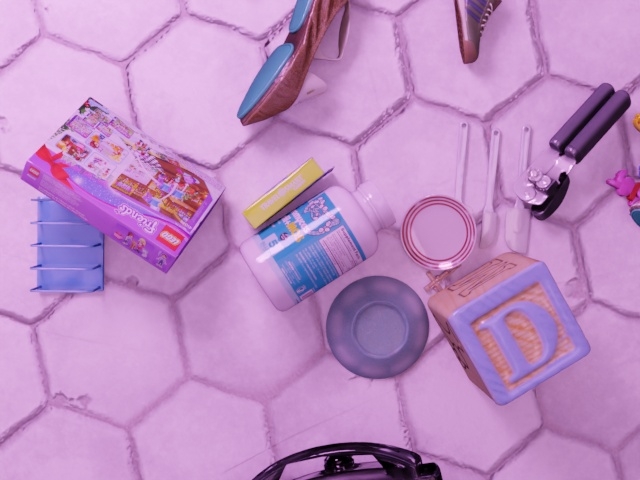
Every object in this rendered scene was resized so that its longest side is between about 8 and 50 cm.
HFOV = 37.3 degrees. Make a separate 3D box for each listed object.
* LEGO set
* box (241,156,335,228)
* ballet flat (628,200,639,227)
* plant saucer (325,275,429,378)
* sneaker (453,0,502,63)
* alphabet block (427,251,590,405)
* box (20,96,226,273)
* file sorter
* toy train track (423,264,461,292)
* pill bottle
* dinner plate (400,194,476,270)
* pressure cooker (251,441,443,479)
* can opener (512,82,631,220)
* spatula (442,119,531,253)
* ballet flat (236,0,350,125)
[{"bbox_3d":[0.602,-0.183,1.748,0.093,0.087,0.227,26,89,-5],"label":"LEGO set"},{"bbox_3d":[-0.059,-0.088,1.690,0.178,0.109,0.042,-38,93,-2],"label":"box"},{"bbox_3d":[0.681,-0.017,1.771,0.241,0.091,0.077,35,67,-10],"label":"ballet flat"},{"bbox_3d":[0.108,0.163,1.748,0.194,0.037,0.195,0,93,-4],"label":"plant saucer"},{"bbox_3d":[0.289,-0.423,1.725,0.086,0.064,0.192,-8,90,1],"label":"sneaker"},{"bbox_3d":[0.327,0.150,1.681,0.193,0.197,0.192,-29,97,-2],"label":"alphabet block"},{"bbox_3d":[-0.335,-0.099,1.637,0.293,0.057,0.201,34,46,-4],"label":"box"},{"bbox_3d":[-0.448,0.008,1.666,0.118,0.104,0.170,1,92,-4],"label":"file sorter"},{"bbox_3d":[0.228,0.068,1.765,0.083,0.014,0.048,-37,94,-3],"label":"toy train track"},{"bbox_3d":[0.000,0.000,1.679,0.264,0.146,0.146,-33,94,-3],"label":"pill bottle"},{"bbox_3d":[0.217,-0.015,1.744,0.141,0.017,0.141,2,97,15],"label":"dinner plate"},{"bbox_3d":[0.047,0.551,1.599,0.369,0.375,0.421,-13,93,-35],"label":"pressure cooker"},{"bbox_3d":[0.464,-0.168,1.753,0.280,0.093,0.074,-51,50,-2],"label":"can opener"},{"bbox_3d":[0.314,-0.101,1.763,0.168,0.019,0.242,4,92,-4],"label":"spatula"},{"bbox_3d":[-0.023,-0.338,1.697,0.124,0.116,0.342,27,86,-24],"label":"ballet flat"}]
